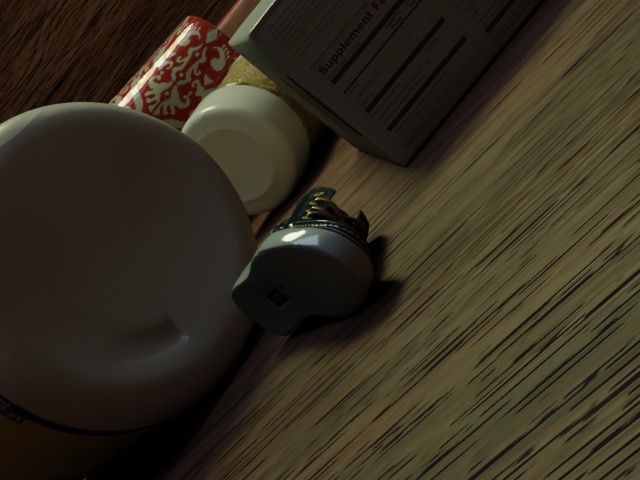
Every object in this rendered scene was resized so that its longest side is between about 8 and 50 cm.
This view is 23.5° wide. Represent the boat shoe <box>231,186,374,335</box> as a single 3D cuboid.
[{"bbox_3d":[0.000,0.000,0.928,0.083,0.065,0.183,-55,9,-19],"label":"boat shoe"}]

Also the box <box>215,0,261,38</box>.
[{"bbox_3d":[-0.097,-0.222,2.063,0.232,0.148,0.127,-49,10,17],"label":"box"}]

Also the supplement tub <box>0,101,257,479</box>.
[{"bbox_3d":[-0.213,0.062,1.184,0.241,0.241,0.331,-56,10,-33],"label":"supplement tub"}]

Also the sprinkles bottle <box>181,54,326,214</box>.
[{"bbox_3d":[-0.030,-0.166,1.584,0.121,0.121,0.355,-44,11,37],"label":"sprinkles bottle"}]

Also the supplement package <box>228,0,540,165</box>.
[{"bbox_3d":[0.052,-0.184,1.171,0.204,0.145,0.262,-50,8,1],"label":"supplement package"}]

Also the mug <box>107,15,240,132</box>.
[{"bbox_3d":[-0.165,-0.149,1.661,0.169,0.113,0.150,-53,20,-10],"label":"mug"}]
